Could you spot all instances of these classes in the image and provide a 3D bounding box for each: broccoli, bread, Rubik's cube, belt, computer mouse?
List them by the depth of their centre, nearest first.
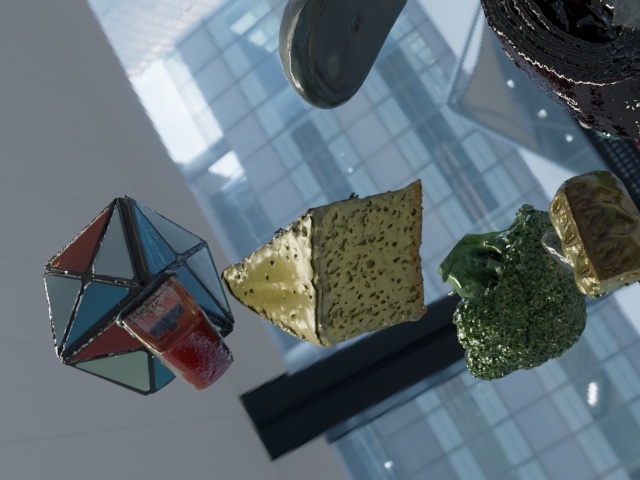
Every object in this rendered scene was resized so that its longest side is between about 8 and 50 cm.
[{"bbox_3d":[0.318,-0.238,1.114,0.164,0.184,0.289,39,-165,-46],"label":"belt"},{"bbox_3d":[0.410,-0.017,1.438,0.088,0.128,0.232,38,-152,-32],"label":"bread"},{"bbox_3d":[0.000,0.000,1.502,0.248,0.279,0.315,-19,-144,-36],"label":"bread"},{"bbox_3d":[0.030,-0.373,1.580,0.371,0.122,0.188,-58,-40,-27],"label":"computer mouse"},{"bbox_3d":[-0.345,0.107,1.831,0.248,0.250,0.246,30,-154,-45],"label":"Rubik's cube"},{"bbox_3d":[0.393,0.105,1.957,0.310,0.321,0.413,64,-158,3],"label":"broccoli"}]

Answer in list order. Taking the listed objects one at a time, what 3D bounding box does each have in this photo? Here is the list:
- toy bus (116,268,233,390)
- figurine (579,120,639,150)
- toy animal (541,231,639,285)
[{"bbox_3d":[-0.225,0.160,1.589,0.120,0.121,0.265,41,167,24],"label":"toy bus"},{"bbox_3d":[0.488,-0.206,1.533,0.245,0.110,0.138,-146,47,-78],"label":"figurine"},{"bbox_3d":[0.482,0.056,1.608,0.253,0.070,0.079,34,-176,10],"label":"toy animal"}]
